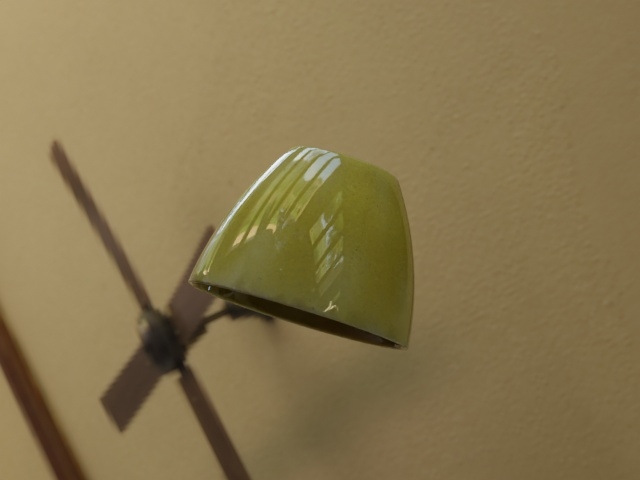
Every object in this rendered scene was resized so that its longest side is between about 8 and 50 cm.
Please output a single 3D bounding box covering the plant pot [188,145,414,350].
[{"bbox_3d":[0.000,0.000,0.825,0.134,0.134,0.095,6,-103,56],"label":"plant pot"}]
